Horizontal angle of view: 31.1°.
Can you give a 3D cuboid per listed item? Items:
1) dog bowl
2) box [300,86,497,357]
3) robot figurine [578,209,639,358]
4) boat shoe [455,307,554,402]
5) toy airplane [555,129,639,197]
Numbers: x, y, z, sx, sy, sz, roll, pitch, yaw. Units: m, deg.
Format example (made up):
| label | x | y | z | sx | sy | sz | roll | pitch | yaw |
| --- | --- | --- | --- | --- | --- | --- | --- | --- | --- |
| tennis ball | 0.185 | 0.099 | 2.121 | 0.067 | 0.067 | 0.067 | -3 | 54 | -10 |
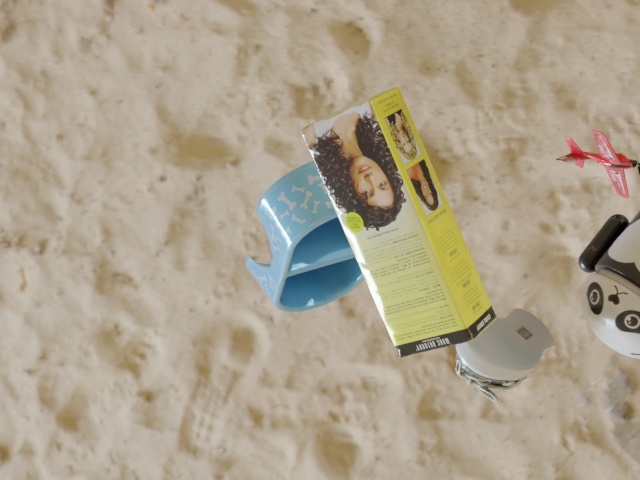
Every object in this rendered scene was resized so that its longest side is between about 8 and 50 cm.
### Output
| label | x | y | z | sx | sy | sz | roll | pitch | yaw |
| --- | --- | --- | --- | --- | --- | --- | --- | --- | --- |
| dog bowl | 0.000 | 0.000 | 1.473 | 0.297 | 0.165 | 0.074 | 107 | 143 | -59 |
| box | 0.071 | -0.014 | 1.038 | 0.087 | 0.058 | 0.232 | -20 | 98 | 38 |
| robot figurine | 0.515 | 0.046 | 1.726 | 0.173 | 0.209 | 0.278 | 41 | 84 | -9 |
| boat shoe | 0.249 | 0.169 | 1.666 | 0.113 | 0.306 | 0.105 | 42 | 109 | 12 |
| toy airplane | 0.446 | -0.128 | 1.833 | 0.151 | 0.028 | 0.151 | 29 | 154 | 15 |
